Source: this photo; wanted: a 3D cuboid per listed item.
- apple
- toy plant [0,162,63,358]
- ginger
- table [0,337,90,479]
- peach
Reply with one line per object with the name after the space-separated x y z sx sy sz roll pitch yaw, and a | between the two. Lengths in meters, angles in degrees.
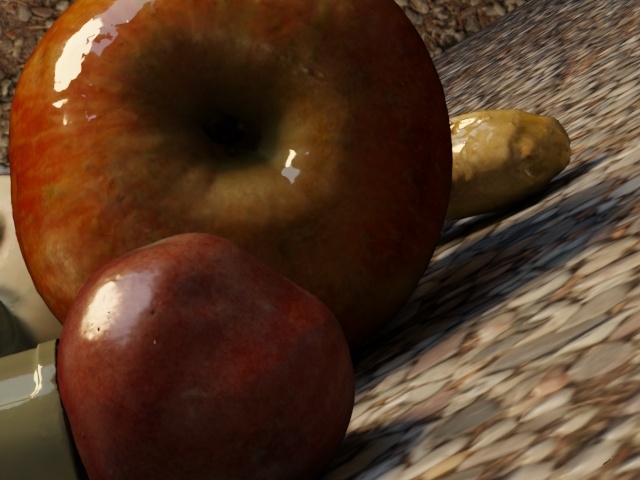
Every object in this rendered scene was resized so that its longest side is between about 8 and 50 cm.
-0.058 -0.043 1.146 0.301 0.301 0.301 -30 6 4 | apple
-0.278 0.107 1.347 0.247 0.247 0.332 -26 14 32 | toy plant
-0.009 -0.016 1.421 0.348 0.122 0.363 -23 15 -11 | ginger
-0.228 0.140 0.926 0.220 0.126 0.126 -15 6 -3 | table
-0.066 0.080 0.867 0.152 0.152 0.152 -30 6 4 | peach
